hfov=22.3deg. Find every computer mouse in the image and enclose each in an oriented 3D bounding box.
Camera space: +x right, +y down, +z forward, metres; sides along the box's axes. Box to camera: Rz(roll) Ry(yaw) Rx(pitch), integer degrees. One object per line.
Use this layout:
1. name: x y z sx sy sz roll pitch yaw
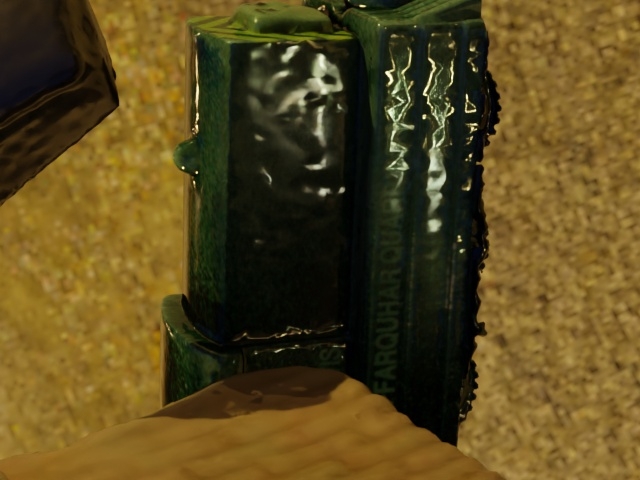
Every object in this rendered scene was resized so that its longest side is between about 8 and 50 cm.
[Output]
1. computer mouse: -0.234 -0.062 0.794 0.269 0.100 0.170 -39 54 7

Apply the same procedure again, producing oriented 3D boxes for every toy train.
1. toy train: 0.000 0.000 0.931 0.138 0.178 0.330 -141 50 -63

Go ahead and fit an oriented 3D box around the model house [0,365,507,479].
1. model house: -0.047 0.260 0.645 0.342 0.382 0.335 27 129 47
